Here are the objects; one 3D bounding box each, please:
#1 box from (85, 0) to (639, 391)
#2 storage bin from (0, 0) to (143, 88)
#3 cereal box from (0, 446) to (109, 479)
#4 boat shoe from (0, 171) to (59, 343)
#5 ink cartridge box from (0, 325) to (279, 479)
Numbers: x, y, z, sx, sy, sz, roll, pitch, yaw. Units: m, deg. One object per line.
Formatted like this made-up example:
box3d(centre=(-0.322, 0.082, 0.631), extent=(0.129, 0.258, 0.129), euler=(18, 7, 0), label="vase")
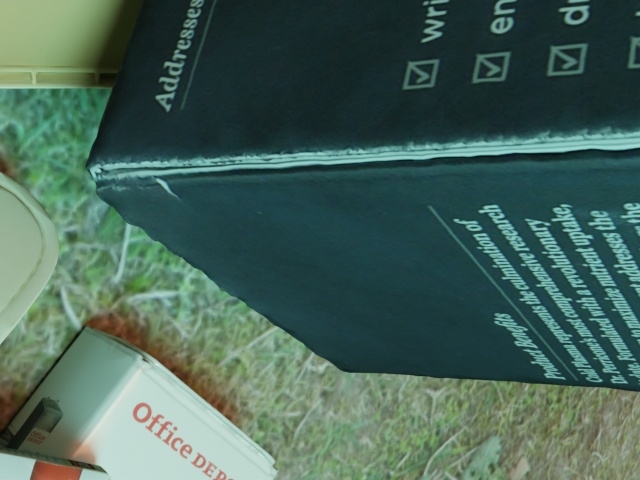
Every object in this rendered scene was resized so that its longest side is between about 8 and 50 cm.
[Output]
box3d(centre=(0.200, -0.182, 0.544), extent=(0.297, 0.472, 0.479), euler=(44, 53, -52), label="box")
box3d(centre=(-0.191, -0.212, 0.545), extent=(0.260, 0.123, 0.262), euler=(-7, 105, -38), label="storage bin")
box3d(centre=(-0.252, 0.187, 0.556), extent=(0.240, 0.047, 0.172), euler=(14, 79, -15), label="cereal box")
box3d(centre=(-0.246, 0.078, 0.493), extent=(0.116, 0.097, 0.324), euler=(45, 36, -13), label="boat shoe")
box3d(centre=(-0.154, 0.192, 0.690), extent=(0.218, 0.092, 0.158), euler=(-53, 127, -15), label="ink cartridge box")
